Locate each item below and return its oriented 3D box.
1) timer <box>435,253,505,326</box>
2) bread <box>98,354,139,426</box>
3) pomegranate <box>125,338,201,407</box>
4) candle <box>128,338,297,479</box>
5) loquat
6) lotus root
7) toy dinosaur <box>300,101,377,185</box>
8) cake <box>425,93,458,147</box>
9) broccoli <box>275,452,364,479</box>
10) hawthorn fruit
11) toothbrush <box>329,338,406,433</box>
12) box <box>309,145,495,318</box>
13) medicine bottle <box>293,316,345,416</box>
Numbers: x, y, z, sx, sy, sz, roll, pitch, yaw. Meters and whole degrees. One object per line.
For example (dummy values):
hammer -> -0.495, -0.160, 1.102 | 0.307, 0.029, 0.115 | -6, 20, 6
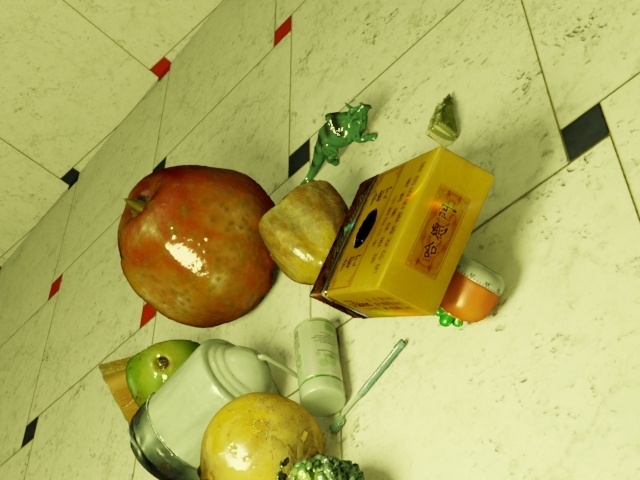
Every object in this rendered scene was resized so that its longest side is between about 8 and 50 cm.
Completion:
timer -> 0.235, 0.089, 1.540 | 0.136, 0.099, 0.136 | -57, 19, 32
bread -> -0.474, 0.386, 2.418 | 0.140, 0.169, 0.160 | -149, 49, -62
pomegranate -> -0.355, 0.341, 2.144 | 0.241, 0.190, 0.159 | -35, 61, 35
candle -> -0.217, 0.332, 1.892 | 0.342, 0.221, 0.221 | -48, 31, 16
loquat -> -0.104, 0.383, 1.664 | 0.235, 0.235, 0.235 | -38, 35, 33
lotus root -> 0.000, 0.001, 1.928 | 0.199, 0.188, 0.180 | -42, 50, -8
toy dinosaur -> 0.045, -0.225, 2.157 | 0.292, 0.120, 0.079 | 118, 151, -52
cake -> 0.242, -0.252, 1.890 | 0.051, 0.055, 0.140 | -45, 29, 36
broccoli -> -0.005, 0.476, 1.468 | 0.177, 0.198, 0.274 | 13, 78, 13
hawthorn fruit -> -0.293, -0.004, 2.157 | 0.403, 0.403, 0.402 | -38, 35, 33
toothbrush -> 0.085, 0.264, 1.689 | 0.219, 0.016, 0.019 | -53, 31, 12
box -> 0.128, 0.003, 1.657 | 0.264, 0.116, 0.415 | -66, 13, -10
medicine bottle -> -0.004, 0.238, 1.781 | 0.086, 0.086, 0.183 | -43, 33, 27
